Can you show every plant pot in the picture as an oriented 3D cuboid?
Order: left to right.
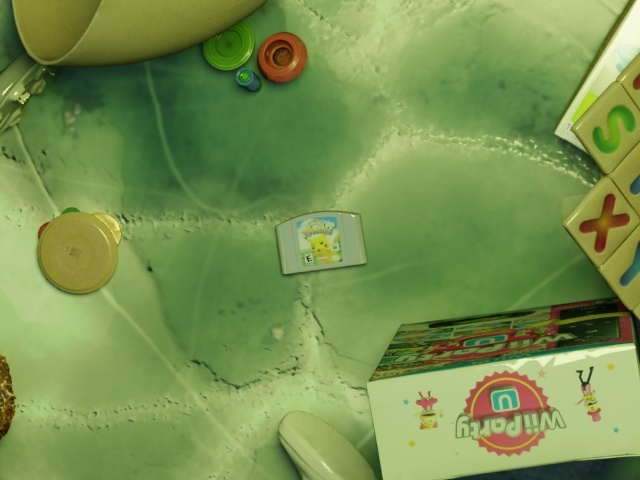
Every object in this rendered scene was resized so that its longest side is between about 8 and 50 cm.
[{"bbox_3d":[-0.137,-0.283,1.716,0.191,0.284,0.284,6,100,-28],"label":"plant pot"}]

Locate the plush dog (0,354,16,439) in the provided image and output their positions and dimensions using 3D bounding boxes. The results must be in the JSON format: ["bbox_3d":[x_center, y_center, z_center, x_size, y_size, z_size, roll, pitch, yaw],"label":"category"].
[{"bbox_3d":[-0.415,0.165,1.836,0.225,0.262,0.211,32,134,12],"label":"plush dog"}]

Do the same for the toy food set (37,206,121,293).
[{"bbox_3d":[-0.235,0.010,1.871,0.082,0.020,0.083,8,99,7],"label":"toy food set"}]

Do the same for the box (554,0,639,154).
[{"bbox_3d":[0.308,-0.157,1.732,0.114,0.103,0.203,32,101,2],"label":"box"}]

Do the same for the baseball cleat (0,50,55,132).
[{"bbox_3d":[-0.352,-0.121,1.845,0.109,0.072,0.206,43,97,7],"label":"baseball cleat"}]

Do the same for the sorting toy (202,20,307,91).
[{"bbox_3d":[-0.059,-0.170,1.817,0.102,0.042,0.061,15,84,17],"label":"sorting toy"}]

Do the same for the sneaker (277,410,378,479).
[{"bbox_3d":[0.020,0.261,1.846,0.094,0.080,0.212,-42,92,22],"label":"sneaker"}]

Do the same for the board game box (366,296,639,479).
[{"bbox_3d":[0.171,0.125,1.686,0.224,0.303,0.098,-9,96,9],"label":"board game box"}]

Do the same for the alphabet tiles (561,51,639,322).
[{"bbox_3d":[0.365,-0.081,1.673,0.342,0.011,0.285,-47,120,-10],"label":"alphabet tiles"}]

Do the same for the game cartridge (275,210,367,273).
[{"bbox_3d":[0.000,0.000,1.840,0.083,0.017,0.056,-8,93,9],"label":"game cartridge"}]
